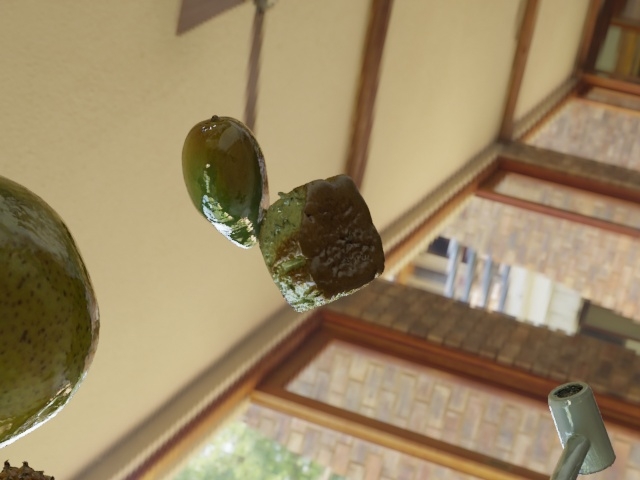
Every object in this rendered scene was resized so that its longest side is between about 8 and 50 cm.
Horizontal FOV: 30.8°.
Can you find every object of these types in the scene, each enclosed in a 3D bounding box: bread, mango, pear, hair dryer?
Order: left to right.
[{"bbox_3d":[-0.337,0.059,1.002,0.294,0.294,0.294,16,-90,-73],"label":"pear"},{"bbox_3d":[-0.129,-0.084,1.734,0.251,0.114,0.156,58,-157,-58],"label":"mango"},{"bbox_3d":[0.000,0.000,1.209,0.140,0.069,0.128,-27,-88,-49],"label":"bread"},{"bbox_3d":[0.362,0.315,1.713,0.236,0.073,0.131,-39,-69,-56],"label":"hair dryer"}]

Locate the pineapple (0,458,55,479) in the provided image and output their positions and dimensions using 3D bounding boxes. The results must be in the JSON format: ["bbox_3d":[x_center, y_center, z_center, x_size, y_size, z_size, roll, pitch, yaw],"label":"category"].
[{"bbox_3d":[-0.462,0.418,1.706,0.137,0.161,0.176,72,-137,-82],"label":"pineapple"}]
